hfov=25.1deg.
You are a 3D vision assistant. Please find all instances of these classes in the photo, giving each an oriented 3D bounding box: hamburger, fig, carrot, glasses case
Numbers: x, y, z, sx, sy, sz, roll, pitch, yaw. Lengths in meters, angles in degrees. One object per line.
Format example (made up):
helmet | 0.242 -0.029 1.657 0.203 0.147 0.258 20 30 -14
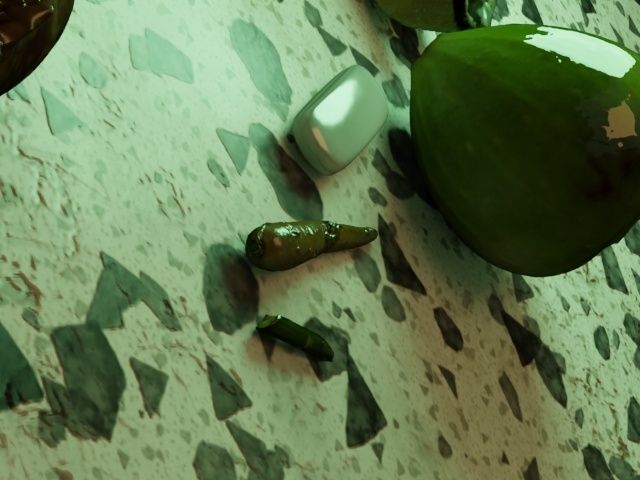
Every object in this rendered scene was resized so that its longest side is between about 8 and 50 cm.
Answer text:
hamburger | 0.127 -0.389 1.778 0.167 0.192 0.288 -10 101 -52
fig | 0.241 -0.121 1.637 0.316 0.316 0.316 36 40 -37
carrot | 0.000 0.000 1.416 0.254 0.049 0.049 -8 73 -62
glasses case | 0.024 -0.131 1.537 0.074 0.049 0.193 56 32 -12

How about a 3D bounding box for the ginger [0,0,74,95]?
ginger | -0.264 -0.178 0.974 0.176 0.254 0.418 51 27 -8

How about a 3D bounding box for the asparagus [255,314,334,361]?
asparagus | -0.022 0.090 1.325 0.108 0.025 0.021 31 63 -46
